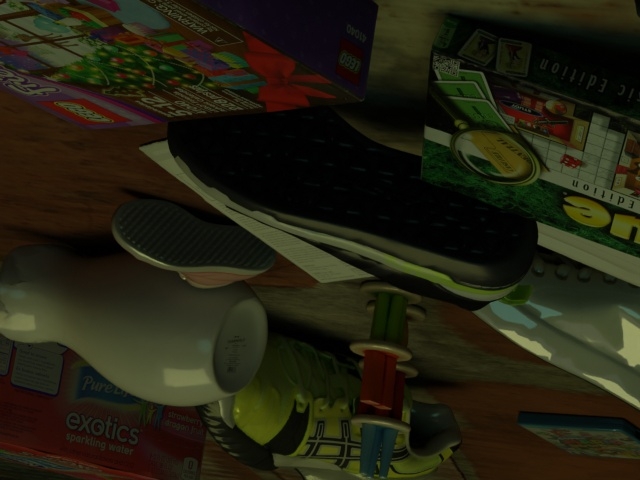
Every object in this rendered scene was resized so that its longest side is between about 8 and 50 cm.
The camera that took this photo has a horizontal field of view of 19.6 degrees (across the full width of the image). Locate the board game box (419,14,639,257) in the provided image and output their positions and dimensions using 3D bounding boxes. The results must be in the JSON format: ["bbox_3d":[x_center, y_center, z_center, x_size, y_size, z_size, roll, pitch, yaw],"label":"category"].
[{"bbox_3d":[0.179,-0.031,0.968,0.259,0.030,0.136,20,156,11],"label":"board game box"}]

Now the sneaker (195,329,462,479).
[{"bbox_3d":[-0.002,0.148,1.793,0.147,0.145,0.384,-31,147,18],"label":"sneaker"}]

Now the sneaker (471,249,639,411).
[{"bbox_3d":[0.210,0.040,1.299,0.290,0.123,0.106,28,-168,-8],"label":"sneaker"}]

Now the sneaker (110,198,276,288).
[{"bbox_3d":[-0.107,0.007,1.404,0.134,0.051,0.070,12,161,-29],"label":"sneaker"}]

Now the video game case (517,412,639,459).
[{"bbox_3d":[0.300,0.215,2.025,0.119,0.015,0.166,1,163,29],"label":"video game case"}]

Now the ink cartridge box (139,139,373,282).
[{"bbox_3d":[-0.012,-0.037,1.243,0.179,0.045,0.145,39,153,-27],"label":"ink cartridge box"}]

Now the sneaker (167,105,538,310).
[{"bbox_3d":[0.015,-0.014,1.086,0.234,0.084,0.097,25,154,5],"label":"sneaker"}]

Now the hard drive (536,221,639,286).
[{"bbox_3d":[0.265,-0.029,1.050,0.233,0.047,0.353,21,162,-37],"label":"hard drive"}]

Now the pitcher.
[{"bbox_3d":[-0.137,0.061,1.539,0.207,0.125,0.178,13,-170,30],"label":"pitcher"}]

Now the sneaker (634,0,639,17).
[{"bbox_3d":[0.249,-0.102,0.665,0.283,0.110,0.122,-3,165,39],"label":"sneaker"}]

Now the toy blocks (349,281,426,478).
[{"bbox_3d":[0.051,0.119,1.545,0.054,0.148,0.123,7,166,8],"label":"toy blocks"}]

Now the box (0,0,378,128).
[{"bbox_3d":[-0.138,-0.132,0.881,0.201,0.057,0.293,-2,162,39],"label":"box"}]

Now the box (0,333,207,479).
[{"bbox_3d":[-0.266,0.145,1.836,0.300,0.154,0.142,19,163,-37],"label":"box"}]
